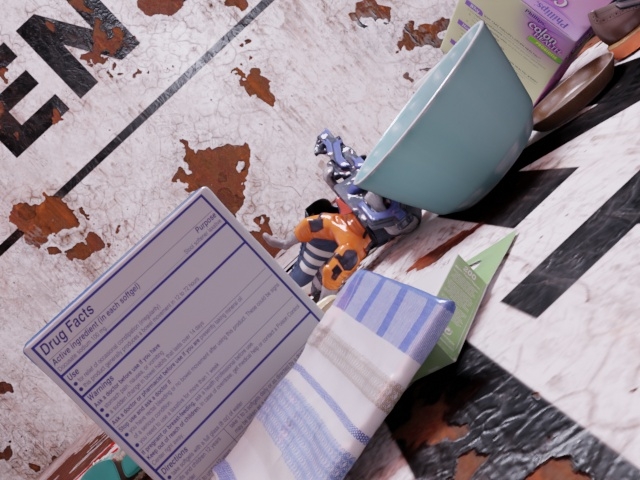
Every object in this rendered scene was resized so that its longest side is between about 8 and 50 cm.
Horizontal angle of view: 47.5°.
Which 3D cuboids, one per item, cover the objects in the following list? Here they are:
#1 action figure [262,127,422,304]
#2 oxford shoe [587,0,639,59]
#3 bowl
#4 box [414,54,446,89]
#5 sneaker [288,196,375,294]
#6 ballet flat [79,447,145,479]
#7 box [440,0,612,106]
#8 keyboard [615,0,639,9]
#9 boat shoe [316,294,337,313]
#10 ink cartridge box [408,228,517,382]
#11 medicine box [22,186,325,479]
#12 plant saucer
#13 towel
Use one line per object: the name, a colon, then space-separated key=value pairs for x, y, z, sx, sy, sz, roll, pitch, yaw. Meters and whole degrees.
action figure: x=0.059 y=-0.052 z=1.350 sx=0.330 sy=0.178 sz=0.341 roll=-36 pitch=41 yaw=10
oxford shoe: x=0.533 y=-0.405 z=1.116 sx=0.271 sy=0.098 sz=0.097 roll=-43 pitch=6 yaw=-1
bowl: x=0.208 y=-0.163 z=1.121 sx=0.311 sy=0.163 sz=0.311 roll=-53 pitch=6 yaw=7
box: x=0.349 y=-0.385 z=1.843 sx=0.091 sy=0.170 sz=0.130 roll=-49 pitch=8 yaw=-37
sneaker: x=0.000 y=0.000 z=1.550 sx=0.350 sy=0.148 sz=0.131 roll=-38 pitch=8 yaw=43
ballet flat: x=-0.345 y=0.415 z=1.337 sx=0.241 sy=0.091 sz=0.077 roll=-36 pitch=-22 yaw=25
box: x=0.352 y=-0.377 z=1.282 sx=0.117 sy=0.213 sz=0.243 roll=-45 pitch=-11 yaw=-16
keyboard: x=0.516 y=-0.372 z=1.021 sx=0.180 sy=0.023 sz=0.108 roll=-5 pitch=31 yaw=36
boat shoe: x=-0.009 y=0.148 z=1.011 sx=0.170 sy=0.063 sz=0.059 roll=-55 pitch=12 yaw=-20
ink cartridge box: x=0.110 y=0.069 z=0.795 sx=0.171 sy=0.056 sz=0.235 roll=-39 pitch=9 yaw=43
medicine box: x=-0.144 y=0.134 z=0.864 sx=0.263 sy=0.289 sz=0.149 roll=-45 pitch=6 yaw=-16
plant saucer: x=0.389 y=-0.223 z=1.126 sx=0.168 sy=0.029 sz=0.168 roll=-44 pitch=6 yaw=6
towel: x=-0.002 y=0.153 z=0.682 sx=0.285 sy=0.034 sz=0.209 roll=-54 pitch=16 yaw=-4
